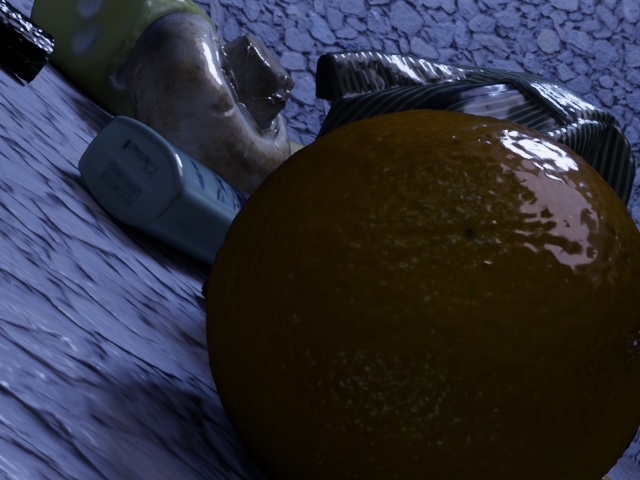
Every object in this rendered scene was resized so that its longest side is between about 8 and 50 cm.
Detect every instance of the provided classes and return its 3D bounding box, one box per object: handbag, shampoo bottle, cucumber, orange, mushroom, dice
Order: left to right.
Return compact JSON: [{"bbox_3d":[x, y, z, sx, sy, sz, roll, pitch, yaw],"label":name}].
[{"bbox_3d":[-0.353,-0.234,1.227,0.214,0.052,0.058,37,35,-33],"label":"cucumber"},{"bbox_3d":[-0.250,-0.266,1.614,0.166,0.169,0.169,44,5,30],"label":"dice"},{"bbox_3d":[-0.122,-0.155,1.502,0.255,0.184,0.255,46,9,-10],"label":"mushroom"},{"bbox_3d":[-0.094,-0.018,1.210,0.134,0.078,0.359,40,4,28],"label":"shampoo bottle"},{"bbox_3d":[0.075,0.006,1.045,0.240,0.341,0.247,14,21,-42],"label":"handbag"},{"bbox_3d":[0.065,0.053,0.765,0.274,0.274,0.274,42,5,-4],"label":"orange"}]

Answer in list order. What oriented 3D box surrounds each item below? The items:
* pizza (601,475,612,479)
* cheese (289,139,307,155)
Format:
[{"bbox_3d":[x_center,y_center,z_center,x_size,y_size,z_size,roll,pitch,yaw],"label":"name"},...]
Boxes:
[{"bbox_3d":[0.408,0.382,1.784,0.154,0.069,0.194,42,-2,-6],"label":"pizza"},{"bbox_3d":[0.005,-0.083,2.146,0.316,0.128,0.259,27,-7,28],"label":"cheese"}]
